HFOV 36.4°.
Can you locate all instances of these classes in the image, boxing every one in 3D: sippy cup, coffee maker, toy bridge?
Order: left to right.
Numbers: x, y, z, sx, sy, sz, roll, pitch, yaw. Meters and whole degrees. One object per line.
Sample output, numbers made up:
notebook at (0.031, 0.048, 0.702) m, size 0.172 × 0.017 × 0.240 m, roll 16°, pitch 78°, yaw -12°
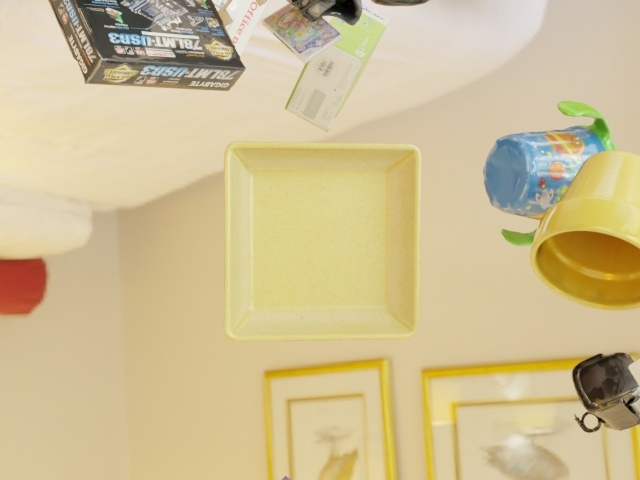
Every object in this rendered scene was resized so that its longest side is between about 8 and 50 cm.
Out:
toy bridge at (-0.126, -0.483, 1.875) m, size 0.188 × 0.063 × 0.026 m, roll -26°, pitch -164°, yaw 17°
sippy cup at (0.482, -0.139, 2.091) m, size 0.224 × 0.306 × 0.240 m, roll 1°, pitch 180°, yaw -26°
coffee maker at (0.548, 0.299, 1.845) m, size 0.171 × 0.120 × 0.178 m, roll -48°, pitch 141°, yaw 7°

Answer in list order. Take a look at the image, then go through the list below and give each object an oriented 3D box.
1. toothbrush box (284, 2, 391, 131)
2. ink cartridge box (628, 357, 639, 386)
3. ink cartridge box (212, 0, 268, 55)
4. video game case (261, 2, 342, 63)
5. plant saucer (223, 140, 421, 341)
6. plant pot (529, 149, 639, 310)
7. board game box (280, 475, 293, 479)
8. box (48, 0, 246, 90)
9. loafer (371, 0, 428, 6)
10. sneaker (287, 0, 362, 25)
toothbrush box at (0.043, -0.416, 2.272) m, size 0.122 × 0.283 × 0.206 m, roll 29°, pitch 126°, yaw 0°
ink cartridge box at (0.671, 0.182, 1.351) m, size 0.384 × 0.160 × 0.279 m, roll -40°, pitch -158°, yaw 15°
ink cartridge box at (-0.298, -0.512, 2.113) m, size 0.306 × 0.226 × 0.131 m, roll 30°, pitch 174°, yaw -35°
video game case at (-0.032, -0.369, 1.704) m, size 0.087 × 0.122 × 0.011 m, roll -36°, pitch 155°, yaw -17°
plant saucer at (0.000, 0.000, 1.656) m, size 0.332 × 0.333 × 0.081 m, roll 0°, pitch -176°, yaw -8°
plant pot at (0.553, -0.032, 1.860) m, size 0.254 × 0.239 × 0.254 m, roll 19°, pitch 148°, yaw 12°
board game box at (0.077, 0.526, 1.557) m, size 0.346 × 0.208 × 0.056 m, roll 21°, pitch -132°, yaw 42°
box at (-0.306, -0.388, 1.637) m, size 0.295 × 0.293 × 0.073 m, roll -7°, pitch 153°, yaw -44°
loafer at (0.148, -0.398, 1.490) m, size 0.223 × 0.076 × 0.078 m, roll -25°, pitch -169°, yaw -36°
sneaker at (-0.033, -0.438, 1.632) m, size 0.300 × 0.121 × 0.111 m, roll -2°, pitch 150°, yaw -41°
